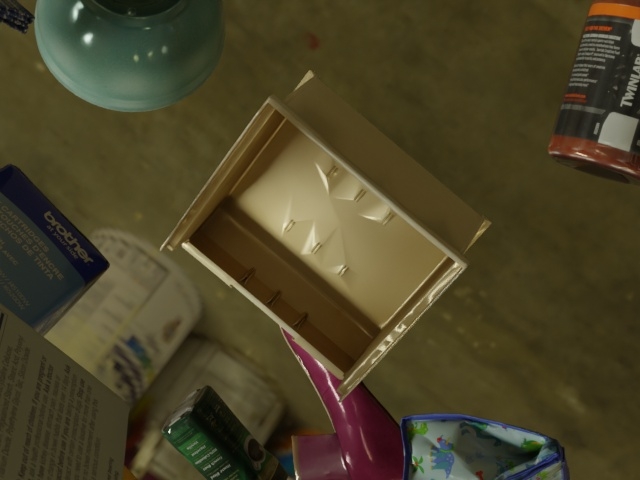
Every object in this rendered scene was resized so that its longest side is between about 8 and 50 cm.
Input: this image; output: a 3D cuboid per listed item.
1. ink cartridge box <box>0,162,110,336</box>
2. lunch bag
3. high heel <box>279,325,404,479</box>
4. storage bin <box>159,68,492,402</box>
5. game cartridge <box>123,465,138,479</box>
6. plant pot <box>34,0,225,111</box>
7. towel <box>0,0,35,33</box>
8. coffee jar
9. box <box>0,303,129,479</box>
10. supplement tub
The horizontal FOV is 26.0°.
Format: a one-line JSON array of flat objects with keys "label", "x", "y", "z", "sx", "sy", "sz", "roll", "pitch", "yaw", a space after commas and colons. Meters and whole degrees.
[{"label": "ink cartridge box", "x": -0.373, "y": 0.096, "z": 1.270, "sx": 0.151, "sy": 0.395, "sz": 0.270, "roll": 46, "pitch": 119, "yaw": -3}, {"label": "lunch bag", "x": 0.161, "y": 0.219, "z": 1.328, "sx": 0.151, "sy": 0.096, "sz": 0.129, "roll": -6, "pitch": 159, "yaw": 11}, {"label": "high heel", "x": 0.047, "y": 0.149, "z": 1.861, "sx": 0.181, "sy": 0.377, "sz": 0.127, "roll": -9, "pitch": 173, "yaw": 18}, {"label": "storage bin", "x": 0.000, "y": 0.000, "z": 1.503, "sx": 0.262, "sy": 0.123, "sz": 0.260, "roll": 40, "pitch": 123, "yaw": 1}, {"label": "game cartridge", "x": -0.231, "y": 0.372, "z": 1.415, "sx": 0.324, "sy": 0.052, "sz": 0.285, "roll": -21, "pitch": 112, "yaw": 40}, {"label": "plant pot", "x": -0.278, "y": -0.363, "z": 2.048, "sx": 0.293, "sy": 0.293, "sz": 0.196, "roll": 34, "pitch": 159, "yaw": 3}, {"label": "towel", "x": -0.535, "y": -0.370, "z": 1.779, "sx": 0.243, "sy": 0.040, "sz": 0.336, "roll": 44, "pitch": -167, "yaw": 15}, {"label": "coffee jar", "x": -0.126, "y": 0.292, "z": 1.880, "sx": 0.079, "sy": 0.096, "sz": 0.184, "roll": -38, "pitch": 98, "yaw": 22}, {"label": "box", "x": -0.156, "y": 0.090, "z": 0.586, "sx": 0.072, "sy": 0.126, "sz": 0.137, "roll": -39, "pitch": 115, "yaw": 17}, {"label": "supplement tub", "x": 0.279, "y": -0.155, "z": 1.246, "sx": 0.106, "sy": 0.198, "sz": 0.106, "roll": 16, "pitch": 180, "yaw": 0}]
